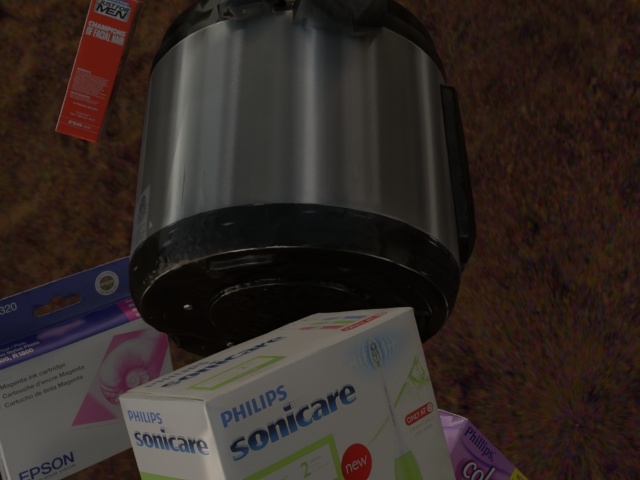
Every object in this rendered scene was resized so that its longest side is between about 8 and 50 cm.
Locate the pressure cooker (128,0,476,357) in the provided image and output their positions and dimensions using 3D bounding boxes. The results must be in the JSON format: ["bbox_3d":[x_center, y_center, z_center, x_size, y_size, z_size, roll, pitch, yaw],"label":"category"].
[{"bbox_3d":[-0.026,-0.099,1.161,0.370,0.375,0.420,-17,58,27],"label":"pressure cooker"}]

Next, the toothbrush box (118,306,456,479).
[{"bbox_3d":[-0.003,0.215,0.763,0.122,0.206,0.283,-9,97,49],"label":"toothbrush box"}]

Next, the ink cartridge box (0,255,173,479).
[{"bbox_3d":[-0.410,0.227,1.707,0.071,0.324,0.330,24,128,51],"label":"ink cartridge box"}]

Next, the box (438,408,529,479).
[{"bbox_3d":[0.185,0.419,1.580,0.117,0.213,0.243,8,60,48],"label":"box"}]

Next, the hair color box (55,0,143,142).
[{"bbox_3d":[-0.255,-0.204,1.168,0.053,0.093,0.167,16,101,-9],"label":"hair color box"}]
